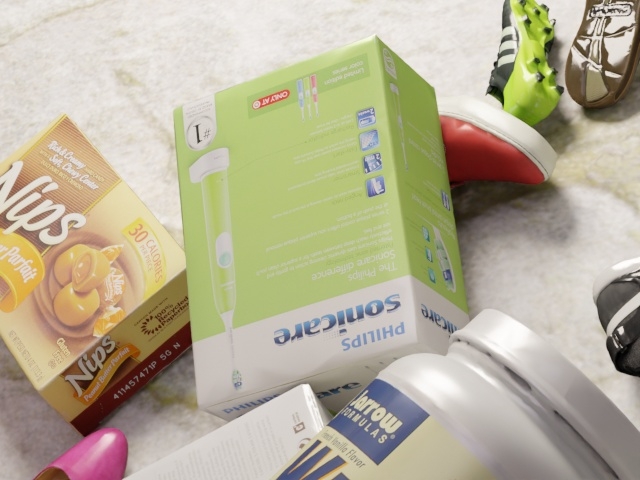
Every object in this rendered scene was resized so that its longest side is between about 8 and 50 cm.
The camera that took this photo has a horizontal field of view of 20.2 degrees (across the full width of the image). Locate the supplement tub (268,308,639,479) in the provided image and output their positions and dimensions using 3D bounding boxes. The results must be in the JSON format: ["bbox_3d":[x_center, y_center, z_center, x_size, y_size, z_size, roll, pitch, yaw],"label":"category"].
[{"bbox_3d":[0.068,0.228,1.250,0.325,0.235,0.235,-43,43,-9],"label":"supplement tub"}]

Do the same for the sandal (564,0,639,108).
[{"bbox_3d":[0.289,-0.212,1.645,0.090,0.060,0.219,5,70,42],"label":"sandal"}]

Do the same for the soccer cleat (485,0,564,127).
[{"bbox_3d":[0.182,-0.168,1.668,0.072,0.060,0.179,-43,28,32],"label":"soccer cleat"}]

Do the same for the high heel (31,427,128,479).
[{"bbox_3d":[-0.269,0.237,1.539,0.244,0.117,0.082,-46,44,-12],"label":"high heel"}]

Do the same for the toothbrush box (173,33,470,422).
[{"bbox_3d":[0.000,0.000,1.516,0.206,0.122,0.283,-19,62,23],"label":"toothbrush box"}]

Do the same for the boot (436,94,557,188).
[{"bbox_3d":[0.082,-0.045,1.604,0.244,0.088,0.176,16,66,45],"label":"boot"}]

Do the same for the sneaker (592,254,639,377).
[{"bbox_3d":[0.321,0.046,1.381,0.217,0.079,0.121,-27,46,20],"label":"sneaker"}]

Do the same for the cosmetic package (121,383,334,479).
[{"bbox_3d":[-0.079,0.222,1.437,0.231,0.117,0.085,-27,43,7],"label":"cosmetic package"}]

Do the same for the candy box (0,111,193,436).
[{"bbox_3d":[-0.239,0.024,1.733,0.183,0.087,0.316,-39,42,-5],"label":"candy box"}]
